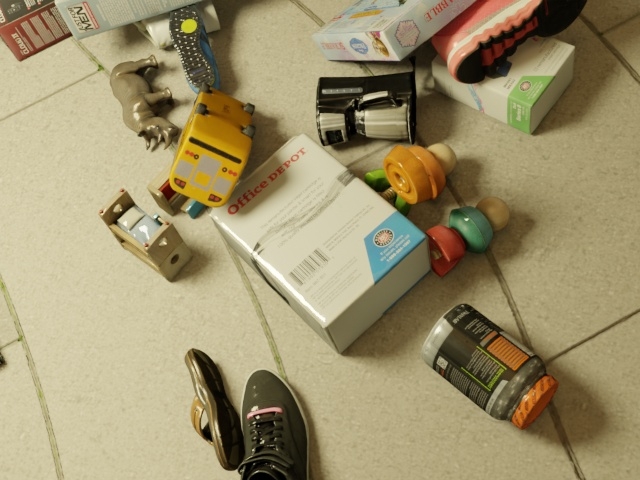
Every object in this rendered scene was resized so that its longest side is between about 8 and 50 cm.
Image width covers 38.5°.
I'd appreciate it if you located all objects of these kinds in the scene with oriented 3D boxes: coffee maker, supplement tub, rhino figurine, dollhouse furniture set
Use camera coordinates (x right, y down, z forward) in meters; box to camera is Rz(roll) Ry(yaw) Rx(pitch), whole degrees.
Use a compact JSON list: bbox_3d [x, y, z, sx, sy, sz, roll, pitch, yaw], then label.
[{"bbox_3d":[0.086,-0.252,1.686,0.178,0.120,0.171,0,38,10],"label":"coffee maker"},{"bbox_3d":[0.258,0.193,1.393,0.190,0.117,0.117,39,75,26],"label":"supplement tub"},{"bbox_3d":[-0.340,-0.265,1.788,0.106,0.073,0.243,-23,61,-6],"label":"rhino figurine"},{"bbox_3d":[-0.270,-0.053,1.625,0.129,0.129,0.184,33,72,25],"label":"dollhouse furniture set"}]

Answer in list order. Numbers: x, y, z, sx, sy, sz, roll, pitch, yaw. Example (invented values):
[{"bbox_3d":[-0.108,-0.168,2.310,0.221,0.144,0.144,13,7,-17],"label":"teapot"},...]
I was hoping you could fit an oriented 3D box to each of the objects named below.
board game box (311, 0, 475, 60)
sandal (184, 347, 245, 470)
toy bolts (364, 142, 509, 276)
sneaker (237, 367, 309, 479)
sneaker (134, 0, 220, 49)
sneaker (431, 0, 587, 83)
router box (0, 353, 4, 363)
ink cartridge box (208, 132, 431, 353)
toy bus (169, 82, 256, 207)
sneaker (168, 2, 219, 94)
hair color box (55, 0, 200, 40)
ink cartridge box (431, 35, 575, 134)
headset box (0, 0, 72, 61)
[{"bbox_3d":[0.175,-0.447,1.687,0.318,0.066,0.318,-40,23,-10],"label":"board game box"},{"bbox_3d":[-0.180,0.273,1.457,0.060,0.090,0.219,-34,61,11],"label":"sandal"},{"bbox_3d":[0.211,-0.081,1.519,0.158,0.218,0.228,-33,79,-15],"label":"toy bolts"},{"bbox_3d":[-0.074,0.313,1.372,0.104,0.147,0.296,-12,62,4],"label":"sneaker"},{"bbox_3d":[-0.337,-0.527,1.911,0.169,0.108,0.293,-23,61,-5],"label":"sneaker"},{"bbox_3d":[0.331,-0.410,1.604,0.314,0.116,0.136,-32,58,-6],"label":"sneaker"},{"bbox_3d":[-0.630,0.208,1.605,0.122,0.038,0.092,-34,61,-9],"label":"router box"},{"bbox_3d":[0.000,0.000,1.542,0.223,0.129,0.307,-42,62,-11],"label":"ink cartridge box"},{"bbox_3d":[-0.188,-0.177,1.610,0.108,0.333,0.130,23,107,-13],"label":"toy bus"},{"bbox_3d":[-0.247,-0.371,1.810,0.069,0.082,0.209,-18,73,3],"label":"sneaker"},{"bbox_3d":[-0.336,-0.549,1.800,0.374,0.114,0.185,-17,60,-1],"label":"hair color box"},{"bbox_3d":[0.332,-0.312,1.669,0.212,0.093,0.154,30,71,27],"label":"ink cartridge box"},{"bbox_3d":[-0.598,-0.536,1.965,0.293,0.110,0.218,-28,60,-5],"label":"headset box"}]
